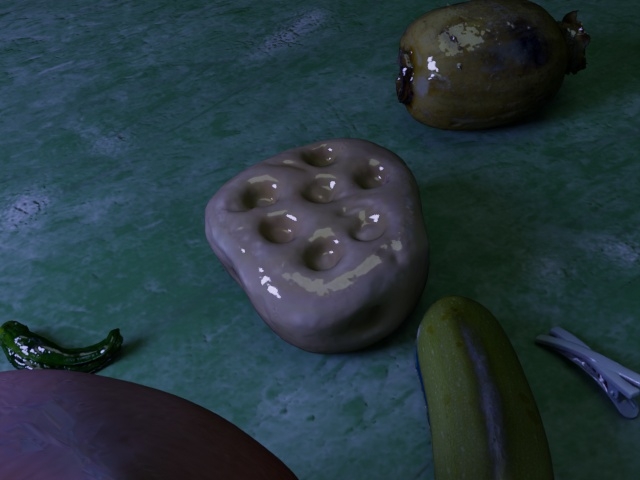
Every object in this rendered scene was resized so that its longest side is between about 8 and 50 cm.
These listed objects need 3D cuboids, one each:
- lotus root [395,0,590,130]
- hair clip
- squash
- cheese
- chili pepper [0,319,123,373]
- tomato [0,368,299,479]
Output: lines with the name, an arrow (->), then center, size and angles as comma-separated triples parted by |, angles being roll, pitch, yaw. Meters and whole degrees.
lotus root -> 0.220, -0.217, 1.004 | 0.278, 0.154, 0.154 | -12, 43, -16
hair clip -> 0.238, 0.114, 0.732 | 0.030, 0.039, 0.115 | -14, 32, -26
squash -> 0.130, 0.166, 0.632 | 0.095, 0.094, 0.341 | -1, 40, 1
cheese -> 0.000, 0.000, 0.795 | 0.218, 0.117, 0.235 | 12, 45, 16
chili pepper -> -0.243, 0.100, 0.755 | 0.118, 0.035, 0.055 | 2, 59, 9
tomato -> -0.135, 0.211, 0.422 | 0.322, 0.321, 0.321 | -1, 42, 1
